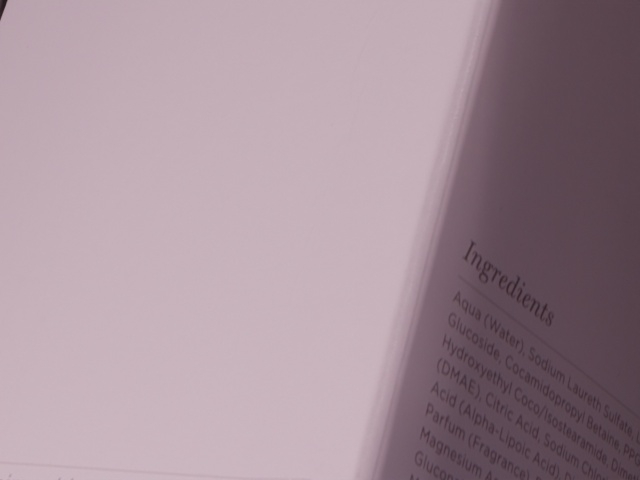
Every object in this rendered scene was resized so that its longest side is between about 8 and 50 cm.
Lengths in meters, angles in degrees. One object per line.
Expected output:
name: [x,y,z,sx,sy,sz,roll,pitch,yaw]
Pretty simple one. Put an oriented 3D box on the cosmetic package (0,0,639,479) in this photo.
cosmetic package: [0.000,0.000,0.568,0.217,0.156,0.385,-2,60,41]
